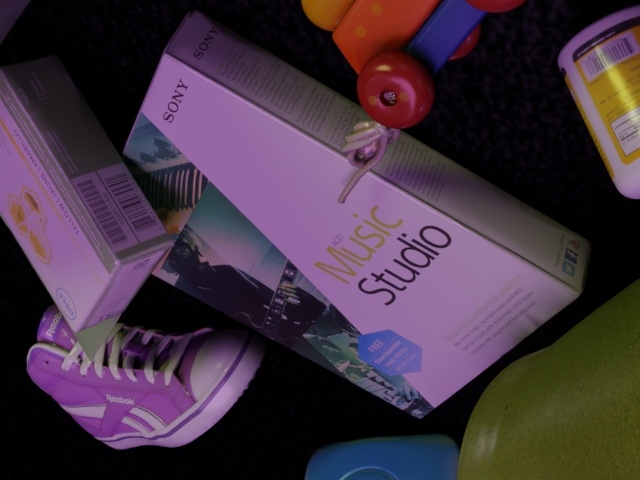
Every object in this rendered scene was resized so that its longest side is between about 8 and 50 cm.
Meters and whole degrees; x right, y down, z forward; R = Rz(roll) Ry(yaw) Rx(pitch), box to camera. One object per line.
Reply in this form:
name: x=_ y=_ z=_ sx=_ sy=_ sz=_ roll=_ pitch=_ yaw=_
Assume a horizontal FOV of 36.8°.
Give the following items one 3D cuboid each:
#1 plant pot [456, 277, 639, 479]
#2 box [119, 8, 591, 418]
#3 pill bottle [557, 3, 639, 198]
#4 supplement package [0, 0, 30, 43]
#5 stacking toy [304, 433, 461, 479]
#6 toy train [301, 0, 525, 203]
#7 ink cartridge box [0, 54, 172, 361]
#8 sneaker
plant pot: x=0.274 y=0.139 z=0.543 sx=0.366 sy=0.366 sz=0.353 roll=37 pitch=146 yaw=-17
box: x=0.000 y=0.000 z=0.721 sx=0.322 sy=0.058 sz=0.232 roll=30 pitch=140 yaw=-6
pill bottle: x=0.179 y=-0.062 z=0.516 sx=0.065 sy=0.065 sz=0.116 roll=-35 pitch=70 yaw=46
supplement package: x=-0.324 y=-0.175 z=0.530 sx=0.262 sy=0.199 sz=0.198 roll=30 pitch=160 yaw=-8
stacking toy: x=0.116 y=0.327 z=0.985 sx=0.175 sy=0.166 sz=0.302 roll=-12 pitch=144 yaw=30
toy train: x=0.015 y=-0.131 z=0.531 sx=0.143 sy=0.105 sz=0.248 roll=39 pitch=134 yaw=-3
ink cartridge box: x=-0.212 y=-0.006 z=0.753 sx=0.171 sy=0.056 sz=0.235 roll=56 pitch=140 yaw=11
sneaker: x=-0.185 y=0.115 z=0.905 sx=0.282 sy=0.102 sz=0.161 roll=-26 pitch=118 yaw=42
